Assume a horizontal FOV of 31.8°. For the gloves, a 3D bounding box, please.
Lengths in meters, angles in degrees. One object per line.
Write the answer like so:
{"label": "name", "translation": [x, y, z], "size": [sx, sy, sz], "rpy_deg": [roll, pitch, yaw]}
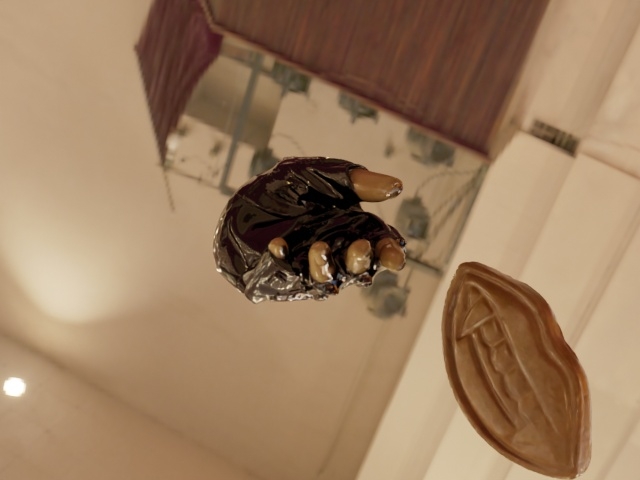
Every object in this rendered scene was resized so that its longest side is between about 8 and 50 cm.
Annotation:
{"label": "gloves", "translation": [0.000, 0.000, 1.021], "size": [0.203, 0.164, 0.124], "rpy_deg": [30, 178, 39]}

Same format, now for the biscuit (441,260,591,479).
{"label": "biscuit", "translation": [0.176, 0.121, 1.040], "size": [0.029, 0.142, 0.221], "rpy_deg": [-10, -110, -42]}
